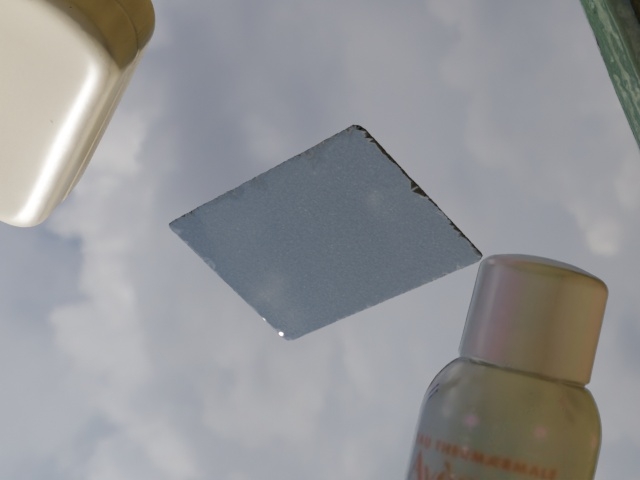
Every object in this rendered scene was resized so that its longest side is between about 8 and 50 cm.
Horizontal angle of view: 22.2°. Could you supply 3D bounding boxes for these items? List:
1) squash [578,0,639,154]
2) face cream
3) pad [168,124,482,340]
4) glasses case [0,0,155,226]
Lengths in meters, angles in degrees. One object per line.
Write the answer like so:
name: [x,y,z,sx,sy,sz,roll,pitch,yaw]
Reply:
squash: [0.166,-0.077,0.761,0.229,0.066,0.066,64,-147,-11]
face cream: [0.066,0.138,0.690,0.082,0.082,0.269,14,-92,-54]
pad: [0.000,0.000,1.192,0.143,0.211,0.003,45,-135,-22]
glasses case: [-0.144,-0.078,0.822,0.083,0.196,0.050,39,-126,-2]
